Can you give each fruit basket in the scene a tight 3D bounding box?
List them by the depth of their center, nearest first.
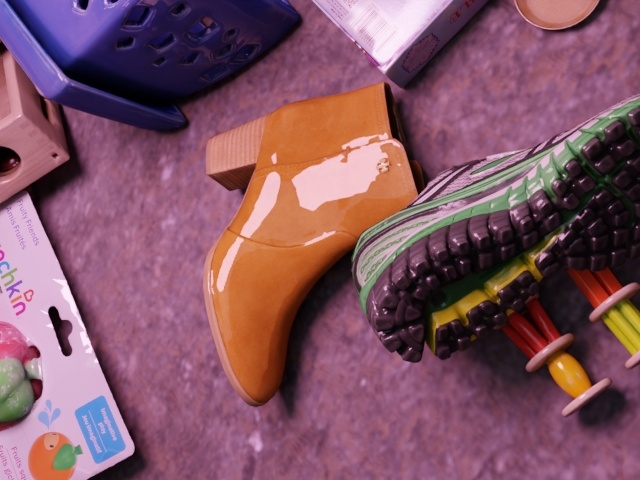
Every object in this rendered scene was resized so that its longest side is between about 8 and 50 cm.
[{"bbox_3d":[-0.412,0.162,1.046,0.353,0.165,0.327,-30,73,13],"label":"fruit basket"}]

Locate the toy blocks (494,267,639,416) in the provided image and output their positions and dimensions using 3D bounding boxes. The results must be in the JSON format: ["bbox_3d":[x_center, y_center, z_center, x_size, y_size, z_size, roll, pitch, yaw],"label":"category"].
[{"bbox_3d":[0.217,0.061,0.859,0.123,0.054,0.148,-41,70,13],"label":"toy blocks"}]

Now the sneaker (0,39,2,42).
[{"bbox_3d":[-0.426,-0.288,1.143,0.180,0.124,0.321,-36,47,-16],"label":"sneaker"}]

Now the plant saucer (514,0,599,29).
[{"bbox_3d":[0.225,-0.237,0.916,0.083,0.015,0.083,-3,82,21],"label":"plant saucer"}]

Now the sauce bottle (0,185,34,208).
[{"bbox_3d":[-0.396,-0.048,1.130,0.128,0.042,0.042,-3,82,20],"label":"sauce bottle"}]

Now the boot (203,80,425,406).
[{"bbox_3d":[0.000,-0.001,0.929,0.211,0.104,0.295,-12,75,21],"label":"boot"}]

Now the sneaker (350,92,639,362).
[{"bbox_3d":[0.175,-0.041,0.833,0.344,0.134,0.146,-27,34,-4],"label":"sneaker"}]

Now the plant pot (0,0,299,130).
[{"bbox_3d":[-0.203,-0.254,0.981,0.212,0.236,0.236,-46,69,17],"label":"plant pot"}]

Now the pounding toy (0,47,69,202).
[{"bbox_3d":[-0.383,-0.079,1.065,0.206,0.094,0.181,-31,49,8],"label":"pounding toy"}]

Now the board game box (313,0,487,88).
[{"bbox_3d":[0.083,-0.373,0.964,0.318,0.066,0.318,-44,70,11],"label":"board game box"}]
